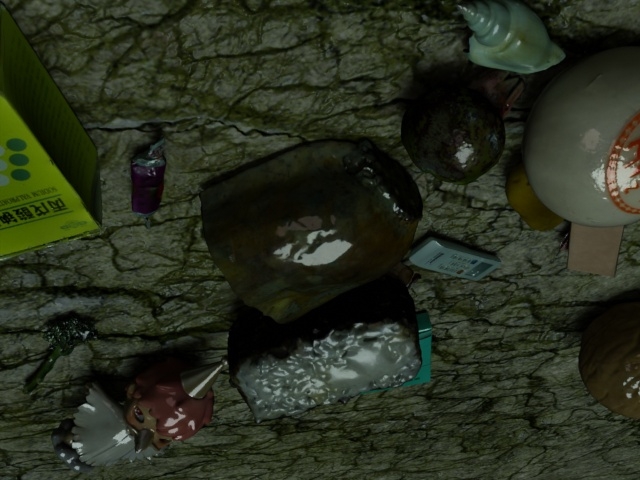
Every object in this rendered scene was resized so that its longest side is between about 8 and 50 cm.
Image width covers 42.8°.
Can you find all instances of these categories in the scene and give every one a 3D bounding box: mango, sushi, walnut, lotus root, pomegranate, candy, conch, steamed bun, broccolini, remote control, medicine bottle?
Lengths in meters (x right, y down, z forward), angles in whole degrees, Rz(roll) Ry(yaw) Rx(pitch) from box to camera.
[{"bbox_3d":[0.316,-0.068,1.160,0.103,0.076,0.161,-22,145,5],"label":"mango"},{"bbox_3d":[0.010,0.150,1.295,0.344,0.181,0.196,-20,140,6],"label":"sushi"},{"bbox_3d":[0.600,0.223,1.529,0.228,0.228,0.228,-7,145,-5],"label":"walnut"},{"bbox_3d":[0.016,0.001,1.121,0.260,0.149,0.267,-21,146,15],"label":"lotus root"},{"bbox_3d":[0.180,-0.135,0.987,0.163,0.125,0.138,-22,176,2],"label":"pomegranate"},{"bbox_3d":[-0.220,-0.073,1.038,0.043,0.045,0.175,11,140,-8],"label":"candy"},{"bbox_3d":[0.205,-0.225,0.917,0.180,0.065,0.088,18,127,-37],"label":"conch"},{"bbox_3d":[0.371,-0.115,0.998,0.232,0.145,0.231,-10,123,-15],"label":"steamed bun"},{"bbox_3d":[-0.447,0.202,1.356,0.071,0.057,0.254,43,127,2],"label":"broccolini"},{"bbox_3d":[0.216,0.028,1.307,0.162,0.029,0.061,15,140,-38],"label":"remote control"},{"bbox_3d":[-0.348,-0.108,0.879,0.137,0.141,0.250,-17,145,2],"label":"medicine bottle"}]

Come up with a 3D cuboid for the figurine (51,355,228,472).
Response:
[{"bbox_3d":[-0.296,0.306,1.437,0.387,0.166,0.207,-25,117,22],"label":"figurine"}]

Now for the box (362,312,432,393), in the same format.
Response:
[{"bbox_3d":[0.127,0.217,1.533,0.161,0.042,0.226,-11,145,-1],"label":"box"}]

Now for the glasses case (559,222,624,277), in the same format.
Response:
[{"bbox_3d":[0.419,-0.021,1.272,0.103,0.070,0.193,10,152,20],"label":"glasses case"}]
